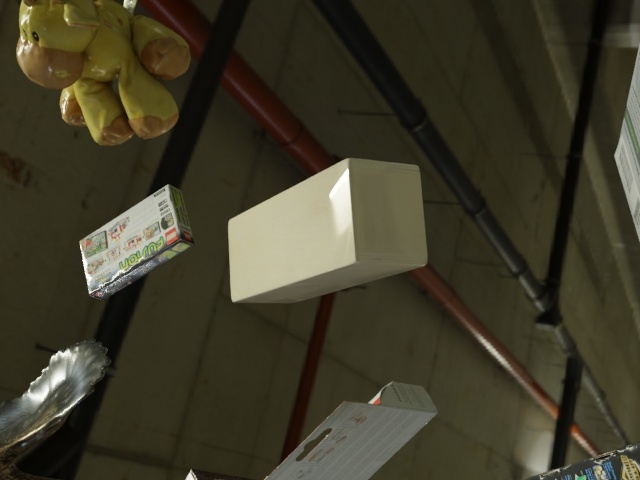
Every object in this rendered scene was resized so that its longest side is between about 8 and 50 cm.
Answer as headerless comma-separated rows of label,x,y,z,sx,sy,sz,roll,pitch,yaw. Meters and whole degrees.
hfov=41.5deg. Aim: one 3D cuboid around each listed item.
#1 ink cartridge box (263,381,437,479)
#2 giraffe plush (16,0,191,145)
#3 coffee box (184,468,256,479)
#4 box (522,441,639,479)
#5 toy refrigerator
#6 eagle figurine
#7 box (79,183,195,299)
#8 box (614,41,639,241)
ink cartridge box,0.038,0.279,1.220,0.232,0.066,0.189,22,-63,-44
giraffe plush,-0.260,-0.219,0.932,0.170,0.181,0.210,3,-97,-67
coffee box,-0.188,0.489,1.306,0.141,0.098,0.246,24,-78,-41
box,0.481,0.492,1.347,0.073,0.293,0.295,-4,-114,-31
toy refrigerator,0.000,0.000,0.906,0.094,0.269,0.102,3,-104,-30
eagle figurine,-0.367,0.273,1.014,0.225,0.298,0.226,-114,12,-52
box,-0.314,0.005,1.430,0.036,0.207,0.114,30,-144,-55
box,0.265,-0.087,0.629,0.186,0.038,0.145,81,-171,-45
